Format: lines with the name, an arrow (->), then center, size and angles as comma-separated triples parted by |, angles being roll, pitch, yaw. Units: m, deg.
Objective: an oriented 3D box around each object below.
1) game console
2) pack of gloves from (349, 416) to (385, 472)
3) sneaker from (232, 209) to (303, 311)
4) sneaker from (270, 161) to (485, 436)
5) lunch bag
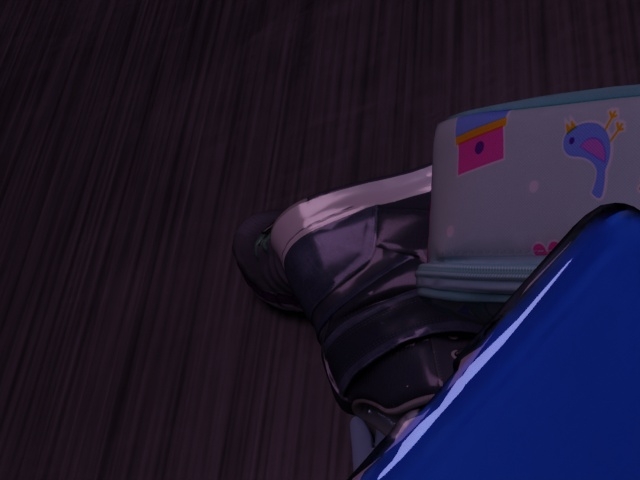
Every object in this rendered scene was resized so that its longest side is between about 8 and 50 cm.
game console -> 0.045, 0.157, 0.632 | 0.250, 0.293, 0.173 | -11, 39, 30
pack of gloves -> 0.099, 0.127, 0.872 | 0.195, 0.046, 0.232 | -35, 30, 26
sneaker -> 0.000, 0.000, 1.050 | 0.083, 0.098, 0.223 | -44, 35, -16
sneaker -> 0.101, 0.024, 0.869 | 0.226, 0.086, 0.163 | -22, 54, 2
lunch bag -> 0.193, 0.007, 0.732 | 0.224, 0.279, 0.108 | -4, 76, 48
